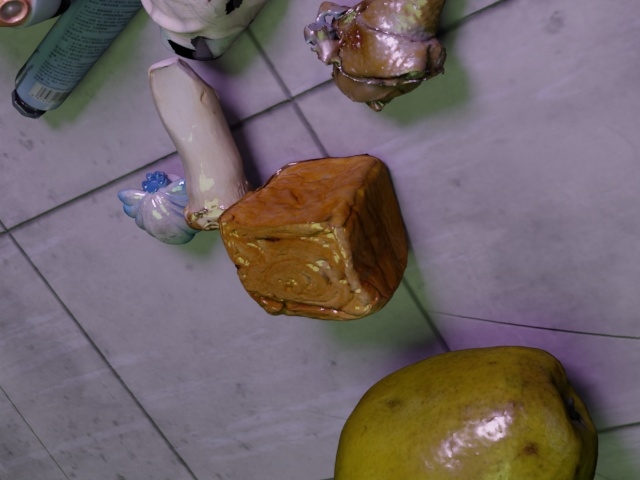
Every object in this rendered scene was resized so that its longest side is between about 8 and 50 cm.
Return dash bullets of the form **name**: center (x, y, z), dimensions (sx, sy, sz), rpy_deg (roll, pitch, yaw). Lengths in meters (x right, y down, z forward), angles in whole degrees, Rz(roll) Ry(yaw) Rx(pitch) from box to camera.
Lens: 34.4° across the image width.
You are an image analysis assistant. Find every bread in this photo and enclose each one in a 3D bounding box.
- **bread**: center (0.000, 0.000, 1.089), dimensions (0.158, 0.143, 0.149), rpy_deg (-7, 120, 34)

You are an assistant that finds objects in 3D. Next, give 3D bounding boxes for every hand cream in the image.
- **hand cream**: center (-0.255, -0.218, 1.105), dimensions (0.271, 0.091, 0.058), rpy_deg (-36, 70, 42)

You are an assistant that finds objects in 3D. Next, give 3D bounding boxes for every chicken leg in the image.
- **chicken leg**: center (0.074, -0.202, 0.953), dimensions (0.196, 0.080, 0.125), rpy_deg (-35, 90, 38)

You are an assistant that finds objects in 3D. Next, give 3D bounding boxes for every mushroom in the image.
- **mushroom**: center (-0.129, -0.101, 1.091), dimensions (0.084, 0.071, 0.209), rpy_deg (-13, 124, 7)

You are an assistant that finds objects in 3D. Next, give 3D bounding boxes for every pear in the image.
- **pear**: center (0.157, 0.243, 1.123), dimensions (0.307, 0.253, 0.253), rpy_deg (-39, 101, 28)

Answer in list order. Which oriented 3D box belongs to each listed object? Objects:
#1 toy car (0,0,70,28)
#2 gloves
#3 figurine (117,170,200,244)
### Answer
- **toy car**: center (-0.372, -0.303, 0.977), dimensions (0.270, 0.212, 0.180), rpy_deg (38, 138, 39)
- **gloves**: center (-0.110, -0.268, 0.970), dimensions (0.127, 0.111, 0.212), rpy_deg (40, 154, 18)
- **figurine**: center (-0.171, -0.035, 1.198), dimensions (0.114, 0.079, 0.114), rpy_deg (-7, 149, -4)
